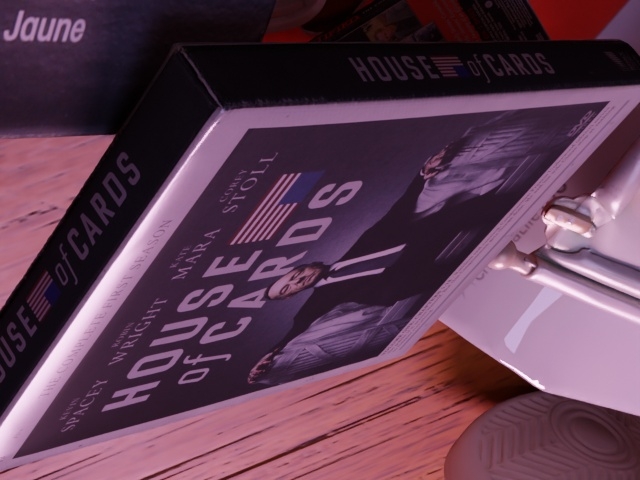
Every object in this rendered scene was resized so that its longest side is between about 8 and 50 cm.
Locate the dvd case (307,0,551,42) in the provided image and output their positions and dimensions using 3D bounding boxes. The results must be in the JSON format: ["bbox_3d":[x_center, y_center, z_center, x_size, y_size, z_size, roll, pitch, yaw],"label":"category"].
[{"bbox_3d":[0.036,-0.059,0.539,0.119,0.013,0.087,-31,126,13],"label":"dvd case"}]

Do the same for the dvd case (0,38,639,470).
[{"bbox_3d":[0.000,0.000,0.477,0.239,0.029,0.179,-11,148,-48],"label":"dvd case"}]

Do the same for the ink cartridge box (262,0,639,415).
[{"bbox_3d":[0.151,-0.067,0.592,0.385,0.091,0.308,16,125,-41],"label":"ink cartridge box"}]

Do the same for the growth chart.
[{"bbox_3d":[0.206,-0.039,0.580,0.172,0.021,0.237,26,118,-27],"label":"growth chart"}]

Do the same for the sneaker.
[{"bbox_3d":[0.205,0.188,0.868,0.350,0.131,0.148,7,126,-34],"label":"sneaker"}]

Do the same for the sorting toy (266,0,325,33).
[{"bbox_3d":[-0.030,-0.093,0.460,0.083,0.075,0.045,-11,131,-4],"label":"sorting toy"}]

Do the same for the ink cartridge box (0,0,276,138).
[{"bbox_3d":[-0.091,-0.162,0.254,0.303,0.072,0.307,-7,127,-47],"label":"ink cartridge box"}]
